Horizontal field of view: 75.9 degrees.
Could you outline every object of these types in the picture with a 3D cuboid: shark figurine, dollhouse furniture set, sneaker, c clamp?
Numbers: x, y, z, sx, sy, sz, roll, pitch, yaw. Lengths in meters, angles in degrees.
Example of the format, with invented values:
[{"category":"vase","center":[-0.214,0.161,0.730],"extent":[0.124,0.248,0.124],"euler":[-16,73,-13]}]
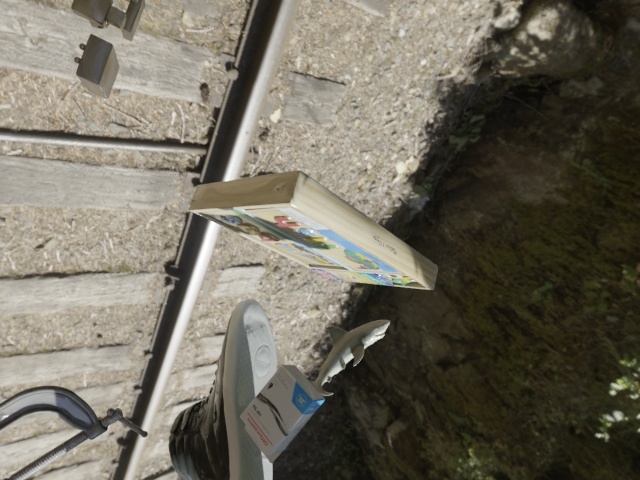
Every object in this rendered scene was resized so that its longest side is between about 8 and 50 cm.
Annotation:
[{"category":"shark figurine","center":[0.040,0.288,1.075],"extent":[0.278,0.116,0.166],"euler":[-36,175,-26]},{"category":"dollhouse furniture set","center":[-0.307,-0.280,0.509],"extent":[0.123,0.144,0.152],"euler":[20,91,-24]},{"category":"sneaker","center":[-0.147,0.227,0.581],"extent":[0.104,0.146,0.297],"euler":[-2,94,-62]},{"category":"c clamp","center":[-0.275,0.203,0.397],"extent":[0.160,0.022,0.137],"euler":[-27,128,-15]}]

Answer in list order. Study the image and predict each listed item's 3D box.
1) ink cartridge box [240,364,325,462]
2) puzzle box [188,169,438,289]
[{"category":"ink cartridge box","center":[-0.042,0.167,0.393],"extent":[0.083,0.048,0.028],"euler":[-52,151,3]},{"category":"puzzle box","center":[0.000,0.000,0.754],"extent":[0.408,0.271,0.052],"euler":[29,71,-42]}]
